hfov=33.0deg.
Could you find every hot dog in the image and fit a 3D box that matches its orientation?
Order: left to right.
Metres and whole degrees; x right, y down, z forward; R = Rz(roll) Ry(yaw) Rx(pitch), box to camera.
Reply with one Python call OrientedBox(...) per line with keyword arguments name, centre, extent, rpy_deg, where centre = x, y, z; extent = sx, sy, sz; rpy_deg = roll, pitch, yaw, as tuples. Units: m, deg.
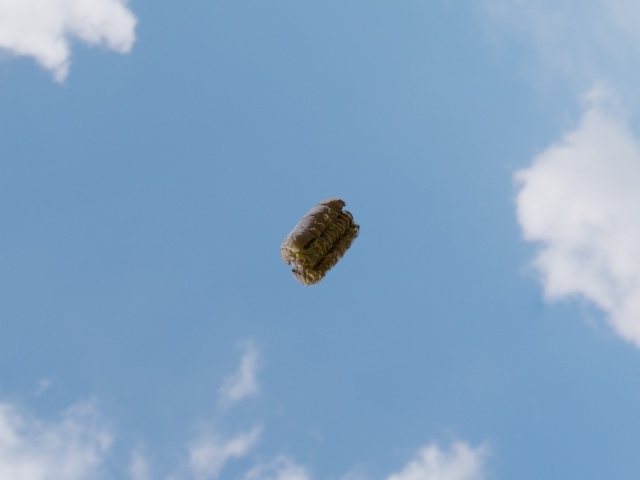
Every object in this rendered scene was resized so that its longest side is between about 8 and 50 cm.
OrientedBox(name="hot dog", centre=(0.000, 0.000, 1.329), extent=(0.071, 0.045, 0.165), rpy_deg=(63, -150, -14))
